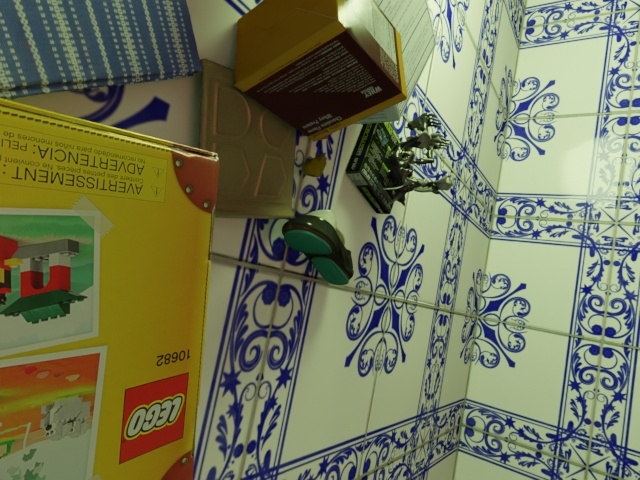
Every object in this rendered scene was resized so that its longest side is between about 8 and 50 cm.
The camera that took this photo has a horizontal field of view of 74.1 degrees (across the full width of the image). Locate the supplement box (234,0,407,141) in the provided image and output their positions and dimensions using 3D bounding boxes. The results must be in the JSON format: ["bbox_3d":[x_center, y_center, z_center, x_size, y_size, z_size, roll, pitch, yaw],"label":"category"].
[{"bbox_3d":[0.003,-0.282,0.662,0.194,0.191,0.129,23,59,-48],"label":"supplement box"}]

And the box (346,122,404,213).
[{"bbox_3d":[0.146,-0.189,1.044,0.190,0.045,0.184,43,59,-48],"label":"box"}]

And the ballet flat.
[{"bbox_3d":[0.000,0.000,0.830,0.280,0.095,0.096,56,40,-60],"label":"ballet flat"}]

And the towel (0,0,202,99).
[{"bbox_3d":[-0.284,-0.279,0.437,0.336,0.040,0.243,-35,121,-49],"label":"towel"}]

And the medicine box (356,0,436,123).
[{"bbox_3d":[0.095,-0.429,0.840,0.289,0.149,0.263,55,52,-43],"label":"medicine box"}]

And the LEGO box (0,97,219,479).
[{"bbox_3d":[-0.329,0.081,0.286,0.500,0.193,0.372,4,92,-55],"label":"LEGO box"}]

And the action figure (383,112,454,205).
[{"bbox_3d":[0.243,-0.193,1.023,0.276,0.141,0.164,-61,140,-35],"label":"action figure"}]

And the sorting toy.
[{"bbox_3d":[-0.089,-0.152,0.729,0.307,0.041,0.229,-3,94,-55],"label":"sorting toy"}]
